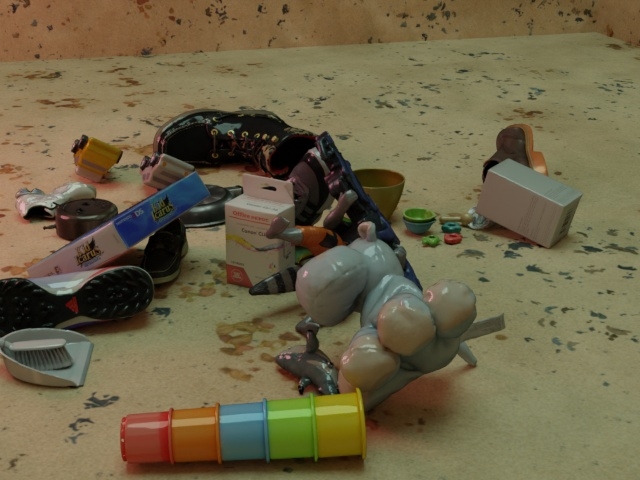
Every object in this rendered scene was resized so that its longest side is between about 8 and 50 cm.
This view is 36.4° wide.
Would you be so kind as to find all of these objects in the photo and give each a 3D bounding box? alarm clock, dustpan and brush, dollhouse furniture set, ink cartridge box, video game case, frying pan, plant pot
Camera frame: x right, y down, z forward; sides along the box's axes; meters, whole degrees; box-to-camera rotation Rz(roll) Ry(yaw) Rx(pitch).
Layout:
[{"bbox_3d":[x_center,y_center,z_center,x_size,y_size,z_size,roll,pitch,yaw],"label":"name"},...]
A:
[{"bbox_3d":[-0.468,-0.045,2.031,0.192,0.064,0.129,6,23,6],"label":"alarm clock"},{"bbox_3d":[-0.466,0.169,1.499,0.211,0.060,0.147,-1,22,-5],"label":"dustpan and brush"},{"bbox_3d":[0.000,0.000,1.925,0.151,0.059,0.076,-17,28,-37],"label":"dollhouse furniture set"},{"bbox_3d":[-0.110,-0.013,1.770,0.115,0.198,0.067,11,24,25],"label":"ink cartridge box"},{"bbox_3d":[-0.367,-0.016,1.787,0.244,0.061,0.269,-26,8,33],"label":"video game case"},{"bbox_3d":[-0.209,-0.087,2.160,0.326,0.053,0.197,-9,24,-13],"label":"frying pan"},{"bbox_3d":[0.114,-0.091,2.101,0.134,0.095,0.134,1,23,0],"label":"plant pot"}]

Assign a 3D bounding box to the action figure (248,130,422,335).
[{"bbox_3d":[0.014,-0.007,1.735,0.178,0.341,0.330,-32,-7,35],"label":"action figure"}]

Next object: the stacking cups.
[{"bbox_3d":[-0.100,0.256,1.272,0.316,0.096,0.096,-6,23,-5],"label":"stacking cups"}]

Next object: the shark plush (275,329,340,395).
[{"bbox_3d":[-0.007,0.211,1.457,0.067,0.073,0.161,-26,51,-13],"label":"shark plush"}]

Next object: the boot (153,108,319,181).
[{"bbox_3d":[-0.190,-0.232,2.404,0.377,0.138,0.284,-9,23,-35],"label":"boot"}]

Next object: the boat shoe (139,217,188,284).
[{"bbox_3d":[-0.301,0.016,1.858,0.080,0.073,0.223,0,21,5],"label":"boat shoe"}]

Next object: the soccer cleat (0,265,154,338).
[{"bbox_3d":[-0.441,0.104,1.635,0.318,0.109,0.116,-10,0,-14],"label":"soccer cleat"}]

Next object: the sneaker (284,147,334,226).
[{"bbox_3d":[-0.068,-0.063,1.873,0.153,0.269,0.101,-26,68,-33],"label":"sneaker"}]

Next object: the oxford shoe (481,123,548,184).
[{"bbox_3d":[0.446,-0.192,2.323,0.132,0.130,0.364,-5,22,3],"label":"oxford shoe"}]

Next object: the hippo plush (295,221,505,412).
[{"bbox_3d":[0.101,0.077,1.416,0.294,0.234,0.237,-18,60,-33],"label":"hippo plush"}]

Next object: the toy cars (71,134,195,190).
[{"bbox_3d":[-0.452,-0.165,2.278,0.393,0.087,0.176,14,-10,26],"label":"toy cars"}]

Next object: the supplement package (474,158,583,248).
[{"bbox_3d":[0.430,-0.079,2.019,0.179,0.105,0.105,30,34,25],"label":"supplement package"}]

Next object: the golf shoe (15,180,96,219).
[{"bbox_3d":[-0.572,-0.076,2.122,0.176,0.069,0.086,-11,43,-16],"label":"golf shoe"}]

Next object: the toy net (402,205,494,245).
[{"bbox_3d":[0.290,-0.042,2.050,0.232,0.045,0.122,-10,24,-26],"label":"toy net"}]
